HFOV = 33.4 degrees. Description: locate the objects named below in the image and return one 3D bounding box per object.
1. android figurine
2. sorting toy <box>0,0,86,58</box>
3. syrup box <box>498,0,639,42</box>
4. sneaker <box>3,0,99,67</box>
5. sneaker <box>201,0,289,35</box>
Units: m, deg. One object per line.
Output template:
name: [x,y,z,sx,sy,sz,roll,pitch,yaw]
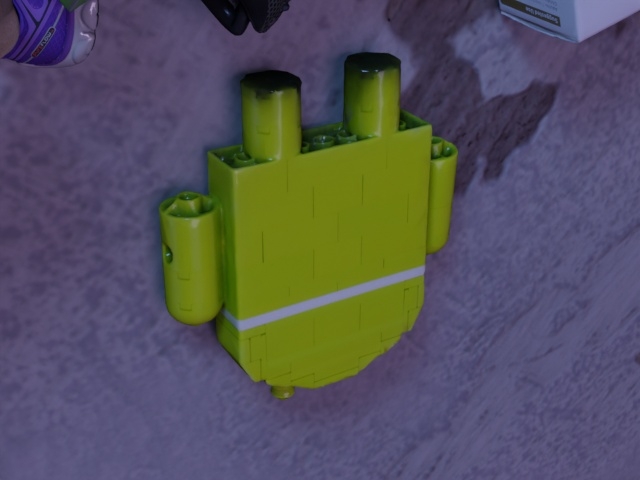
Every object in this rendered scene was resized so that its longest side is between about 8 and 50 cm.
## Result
android figurine: [0.000,0.000,0.800,0.248,0.056,0.273,-17,123,-27]
sorting toy: [-0.209,-0.060,0.482,0.347,0.196,0.047,-40,95,-11]
syrup box: [0.174,-0.269,0.741,0.093,0.096,0.237,-29,127,-18]
sneaker: [-0.159,-0.174,0.586,0.071,0.068,0.170,-7,119,-25]
sneaker: [-0.006,-0.200,0.670,0.227,0.087,0.130,-16,150,-48]
